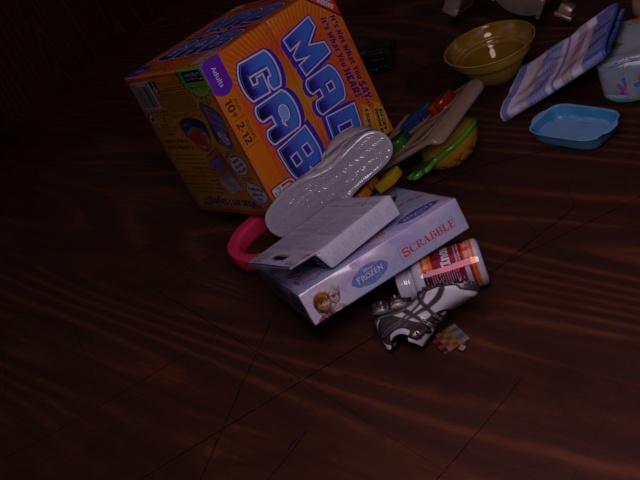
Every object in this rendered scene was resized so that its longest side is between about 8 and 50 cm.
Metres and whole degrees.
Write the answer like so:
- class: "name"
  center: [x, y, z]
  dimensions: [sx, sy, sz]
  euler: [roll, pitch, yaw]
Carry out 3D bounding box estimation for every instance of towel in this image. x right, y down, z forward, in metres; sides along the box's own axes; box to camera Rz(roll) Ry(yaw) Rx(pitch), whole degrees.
- class: "towel"
  center: [0.507, -0.375, 1.910]
  dimensions: [0.285, 0.034, 0.209]
  euler: [-32, 20, 47]

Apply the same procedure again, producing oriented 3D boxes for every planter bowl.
- class: "planter bowl"
  center: [0.404, -0.423, 2.106]
  dimensions: [0.217, 0.090, 0.217]
  euler: [-17, 33, 11]

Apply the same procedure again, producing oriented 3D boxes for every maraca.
- class: "maraca"
  center: [0.252, -0.189, 1.866]
  dimensions: [0.185, 0.099, 0.127]
  euler: [-44, 7, -5]

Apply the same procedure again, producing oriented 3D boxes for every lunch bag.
- class: "lunch bag"
  center: [0.710, -0.387, 1.834]
  dimensions: [0.279, 0.108, 0.224]
  euler: [-8, 34, 24]

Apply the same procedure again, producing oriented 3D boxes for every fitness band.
- class: "fitness band"
  center: [-0.061, -0.030, 1.892]
  dimensions: [0.291, 0.054, 0.209]
  euler: [-38, 32, -22]

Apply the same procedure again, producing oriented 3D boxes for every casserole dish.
- class: "casserole dish"
  center: [0.508, -0.224, 1.800]
  dimensions: [0.114, 0.037, 0.188]
  euler: [-41, 36, -25]

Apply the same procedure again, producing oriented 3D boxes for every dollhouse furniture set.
- class: "dollhouse furniture set"
  center: [0.528, -0.639, 2.388]
  dimensions: [0.355, 0.174, 0.303]
  euler: [29, 41, 18]

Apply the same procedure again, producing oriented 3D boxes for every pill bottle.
- class: "pill bottle"
  center: [0.207, 0.058, 1.546]
  dimensions: [0.152, 0.086, 0.086]
  euler: [-19, 32, 9]

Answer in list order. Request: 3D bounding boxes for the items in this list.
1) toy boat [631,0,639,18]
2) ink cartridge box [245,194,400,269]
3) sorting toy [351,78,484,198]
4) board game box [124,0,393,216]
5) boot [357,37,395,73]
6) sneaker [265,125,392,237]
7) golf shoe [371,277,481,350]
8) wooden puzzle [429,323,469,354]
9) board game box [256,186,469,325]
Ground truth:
- class: "toy boat"
  center: [0.810, -0.576, 2.017]
  dimensions: [0.151, 0.151, 0.231]
  euler: [25, 99, 51]
- class: "ink cartridge box"
  center: [0.000, 0.000, 1.585]
  dimensions: [0.224, 0.045, 0.223]
  euler: [-36, 15, -19]
- class: "sorting toy"
  center: [0.179, -0.202, 1.803]
  dimensions: [0.229, 0.041, 0.307]
  euler: [-21, 25, 53]
- class: "board game box"
  center: [-0.135, -0.300, 1.984]
  dimensions: [0.356, 0.356, 0.356]
  euler: [-40, 26, -27]
- class: "boot"
  center: [0.108, -0.495, 2.440]
  dimensions: [0.197, 0.077, 0.137]
  euler: [0, 33, 13]
- class: "sneaker"
  center: [0.015, -0.121, 1.812]
  dimensions: [0.292, 0.108, 0.169]
  euler: [-37, 14, 6]
- class: "golf shoe"
  center: [0.179, 0.122, 1.469]
  dimensions: [0.198, 0.077, 0.094]
  euler: [-24, 68, 33]
- class: "wooden puzzle"
  center: [0.210, 0.161, 1.469]
  dimensions: [0.049, 0.006, 0.083]
  euler: [-29, 32, -7]
- class: "board game box"
  center: [0.064, 0.015, 1.641]
  dimensions: [0.318, 0.066, 0.318]
  euler: [-32, 15, -10]
